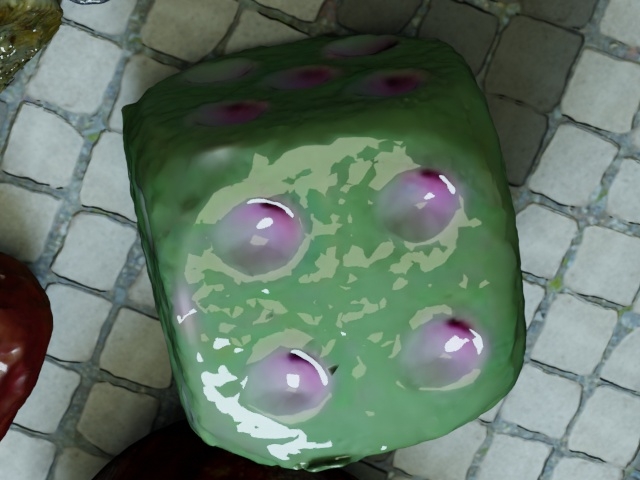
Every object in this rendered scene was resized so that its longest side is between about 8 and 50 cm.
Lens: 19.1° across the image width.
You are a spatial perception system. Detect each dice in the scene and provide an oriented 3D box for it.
[{"bbox_3d":[0.000,0.000,1.746,0.330,0.318,0.322,-12,111,-3],"label":"dice"}]

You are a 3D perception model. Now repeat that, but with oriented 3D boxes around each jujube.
[{"bbox_3d":[-0.361,0.119,1.832,0.174,0.174,0.250,20,117,-14],"label":"jujube"}]

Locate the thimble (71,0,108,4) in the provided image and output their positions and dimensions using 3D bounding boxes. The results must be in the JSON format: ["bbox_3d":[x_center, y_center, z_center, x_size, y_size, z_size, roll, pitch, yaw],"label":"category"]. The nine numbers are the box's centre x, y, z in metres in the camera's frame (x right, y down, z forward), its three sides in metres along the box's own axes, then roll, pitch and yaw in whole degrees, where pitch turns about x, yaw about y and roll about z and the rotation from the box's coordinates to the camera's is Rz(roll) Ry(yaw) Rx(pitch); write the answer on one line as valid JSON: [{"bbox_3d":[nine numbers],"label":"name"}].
[{"bbox_3d":[-0.207,-0.273,1.753,0.104,0.066,0.095,-29,114,5],"label":"thimble"}]

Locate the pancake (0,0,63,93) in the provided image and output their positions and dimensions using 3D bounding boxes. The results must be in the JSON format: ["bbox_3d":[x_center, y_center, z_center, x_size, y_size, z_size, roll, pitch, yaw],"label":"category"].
[{"bbox_3d":[-0.374,-0.122,1.662,0.356,0.356,0.065,-35,81,6],"label":"pancake"}]

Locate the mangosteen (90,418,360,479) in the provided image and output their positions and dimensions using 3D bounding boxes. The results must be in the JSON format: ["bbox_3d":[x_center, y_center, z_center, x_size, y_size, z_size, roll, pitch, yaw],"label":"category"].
[{"bbox_3d":[-0.086,0.380,1.866,0.381,0.381,0.421,-31,138,5],"label":"mangosteen"}]
